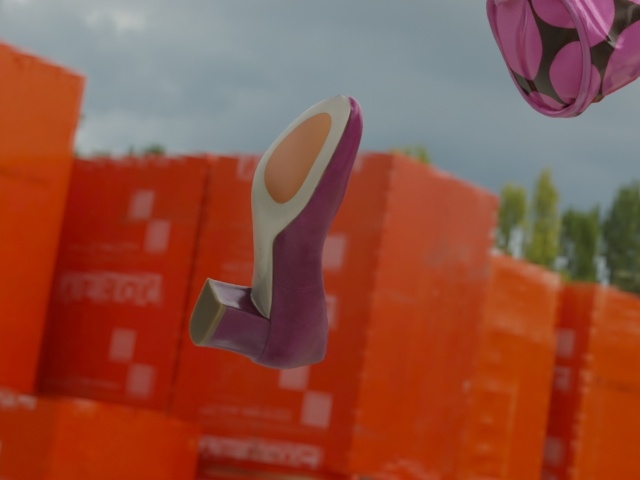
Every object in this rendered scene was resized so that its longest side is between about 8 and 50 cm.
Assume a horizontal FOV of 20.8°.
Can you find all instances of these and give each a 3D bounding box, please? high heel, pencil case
[{"bbox_3d":[0.000,0.000,1.324,0.117,0.244,0.082,12,28,-31],"label":"high heel"},{"bbox_3d":[0.187,-0.155,0.954,0.209,0.098,0.095,-34,15,-22],"label":"pencil case"}]
